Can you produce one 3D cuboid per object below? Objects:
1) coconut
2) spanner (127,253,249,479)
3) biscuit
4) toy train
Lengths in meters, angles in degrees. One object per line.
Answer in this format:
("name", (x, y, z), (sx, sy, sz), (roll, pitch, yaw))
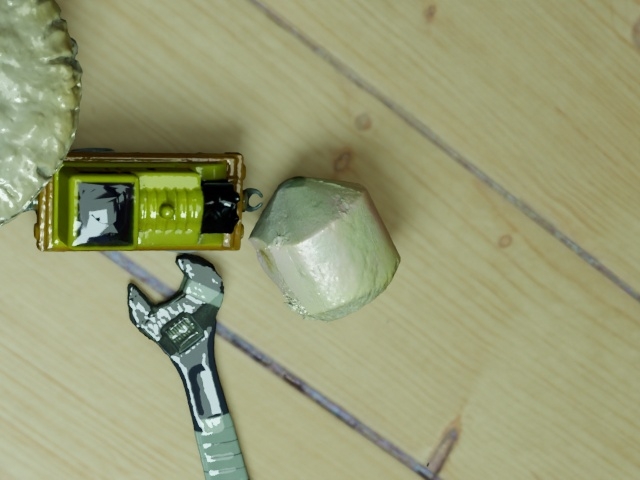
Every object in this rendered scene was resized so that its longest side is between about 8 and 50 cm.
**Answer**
("coconut", (0.000, 0.000, 1.720), (0.116, 0.116, 0.122), (-33, 105, -9))
("spanner", (-0.101, 0.167, 1.767), (0.087, 0.024, 0.315), (-15, 103, -12))
("biscuit", (-0.283, -0.121, 1.602), (0.179, 0.084, 0.281), (11, 80, -7))
("toy train", (-0.150, -0.030, 1.668), (0.219, 0.127, 0.089), (1, 98, -15))
